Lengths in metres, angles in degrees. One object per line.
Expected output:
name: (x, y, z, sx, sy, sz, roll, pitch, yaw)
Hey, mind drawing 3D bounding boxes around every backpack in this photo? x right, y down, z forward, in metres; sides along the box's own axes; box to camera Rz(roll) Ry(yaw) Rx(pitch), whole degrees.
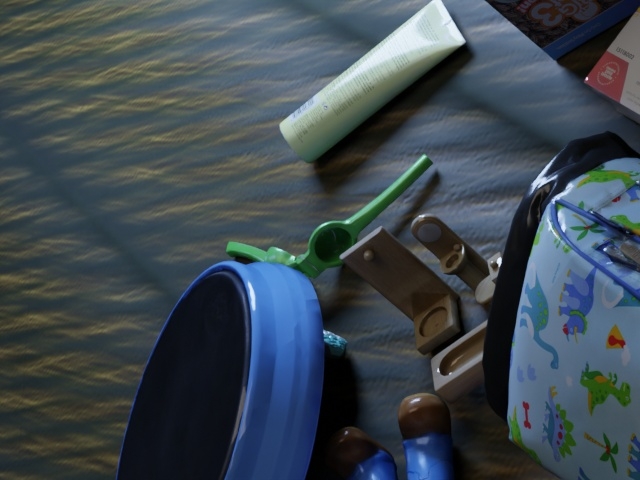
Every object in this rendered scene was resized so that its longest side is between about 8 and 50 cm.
backpack: (0.292, 0.105, 1.309, 0.355, 0.273, 0.290, 27, 120, 35)

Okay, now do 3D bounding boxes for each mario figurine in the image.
mario figurine: (0.083, 0.273, 1.467, 0.198, 0.170, 0.320, -60, 28, 32)

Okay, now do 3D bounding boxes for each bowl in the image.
bowl: (-0.118, 0.205, 1.694, 0.391, 0.077, 0.391, -50, 31, 44)

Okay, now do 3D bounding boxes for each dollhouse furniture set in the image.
dollhouse furniture set: (0.115, 0.056, 1.595, 0.144, 0.123, 0.151, -37, 30, 23)

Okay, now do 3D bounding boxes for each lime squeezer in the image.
lime squeezer: (0.000, 0.000, 1.848, 0.310, 0.059, 0.110, -24, 19, 36)

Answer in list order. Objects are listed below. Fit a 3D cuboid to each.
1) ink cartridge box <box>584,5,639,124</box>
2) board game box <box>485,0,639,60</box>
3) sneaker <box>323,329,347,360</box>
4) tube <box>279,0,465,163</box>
ink cartridge box: (0.364, -0.201, 1.577, 0.198, 0.067, 0.115, -54, 38, 4)
board game box: (0.237, -0.354, 1.634, 0.232, 0.291, 0.141, -31, 47, 30)
sneaker: (-0.033, 0.133, 1.783, 0.166, 0.065, 0.076, -5, 71, 53)
tube: (0.061, -0.183, 1.896, 0.240, 0.062, 0.070, -39, 86, 14)
